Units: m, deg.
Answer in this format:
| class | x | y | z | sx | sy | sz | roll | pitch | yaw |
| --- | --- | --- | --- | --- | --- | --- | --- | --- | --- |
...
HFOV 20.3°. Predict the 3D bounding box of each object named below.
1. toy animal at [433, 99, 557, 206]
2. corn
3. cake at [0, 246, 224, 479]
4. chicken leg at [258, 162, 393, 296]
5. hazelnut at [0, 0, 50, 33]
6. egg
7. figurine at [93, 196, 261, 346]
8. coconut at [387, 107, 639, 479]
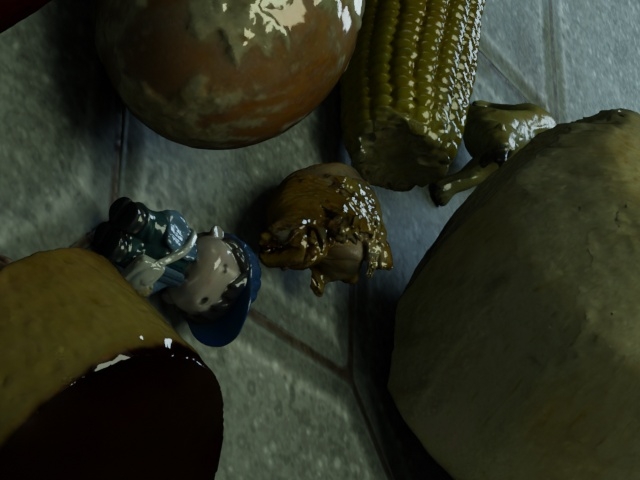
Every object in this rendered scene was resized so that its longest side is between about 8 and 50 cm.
| class | x | y | z | sx | sy | sz | roll | pitch | yaw |
| --- | --- | --- | --- | --- | --- | --- | --- | --- | --- |
| toy animal | 0.175 | -0.098 | 1.767 | 0.218 | 0.101 | 0.103 | -11 | 88 | -62 |
| corn | 0.087 | -0.197 | 1.624 | 0.131 | 0.131 | 0.344 | 50 | 36 | -39 |
| cake | -0.177 | 0.091 | 0.990 | 0.185 | 0.178 | 0.208 | -33 | 139 | -28 |
| chicken leg | -0.002 | -0.002 | 1.386 | 0.101 | 0.085 | 0.207 | 66 | 15 | -6 |
| hazelnut | -0.221 | -0.194 | 1.029 | 0.208 | 0.208 | 0.208 | 36 | 47 | -50 |
| egg | -0.067 | -0.161 | 1.262 | 0.195 | 0.195 | 0.233 | 53 | 37 | -36 |
| figurine | -0.102 | 0.017 | 1.259 | 0.136 | 0.079 | 0.077 | 32 | 91 | -30 |
| coconut | 0.245 | 0.089 | 1.573 | 0.415 | 0.415 | 0.345 | 51 | 26 | -38 |
